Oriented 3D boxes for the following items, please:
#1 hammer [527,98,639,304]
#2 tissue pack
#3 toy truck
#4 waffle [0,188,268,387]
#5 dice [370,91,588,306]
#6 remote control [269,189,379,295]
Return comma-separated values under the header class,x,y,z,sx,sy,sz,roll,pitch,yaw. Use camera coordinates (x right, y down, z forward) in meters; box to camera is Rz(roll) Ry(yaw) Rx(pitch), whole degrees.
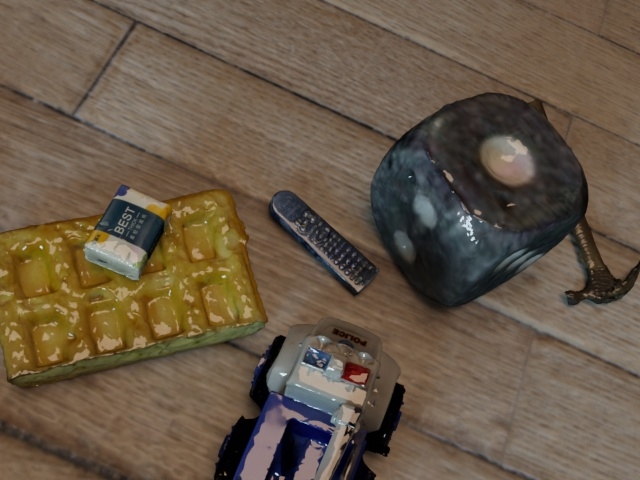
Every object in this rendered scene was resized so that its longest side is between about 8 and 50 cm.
class,x,y,z,sx,sy,sz,roll,pitch,yaw
hammer,0.325,-0.057,1.051,0.125,0.027,0.297,-9,66,-17
tissue pack,-0.196,-0.008,0.823,0.062,0.042,0.083,25,60,-3
toy truck,-0.004,0.173,0.762,0.161,0.177,0.213,20,61,5
waffle,-0.203,0.047,0.851,0.274,0.057,0.168,-13,67,-20
dice,0.177,-0.046,0.921,0.182,0.183,0.181,-23,70,-24
remote control,0.001,-0.001,0.944,0.152,0.027,0.043,42,56,7
